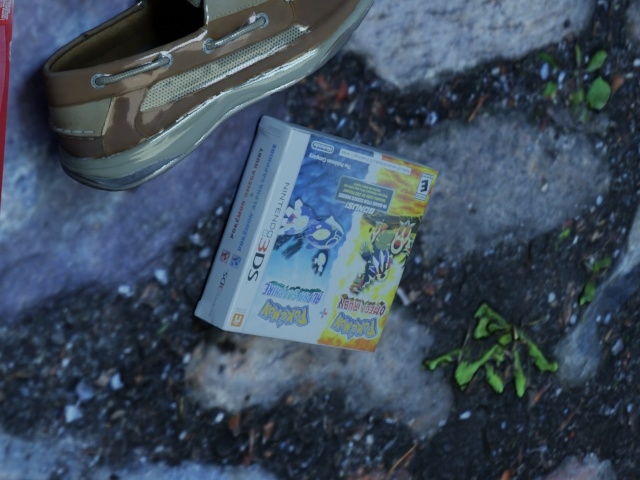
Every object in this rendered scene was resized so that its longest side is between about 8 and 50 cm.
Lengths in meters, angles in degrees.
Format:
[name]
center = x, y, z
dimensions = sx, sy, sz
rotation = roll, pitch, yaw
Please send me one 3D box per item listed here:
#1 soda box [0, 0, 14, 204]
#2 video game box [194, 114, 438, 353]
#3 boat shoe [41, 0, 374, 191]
[soda box]
center = -0.276, -0.059, 1.121
dimensions = 0.083, 0.092, 0.263
rotation = -8, 113, -42
[video game box]
center = 0.000, 0.000, 1.453
dimensions = 0.205, 0.048, 0.187
rotation = 12, 102, -46
[boat shoe]
center = -0.079, -0.170, 1.249
dimensions = 0.324, 0.123, 0.116
rotation = -42, 130, -25
